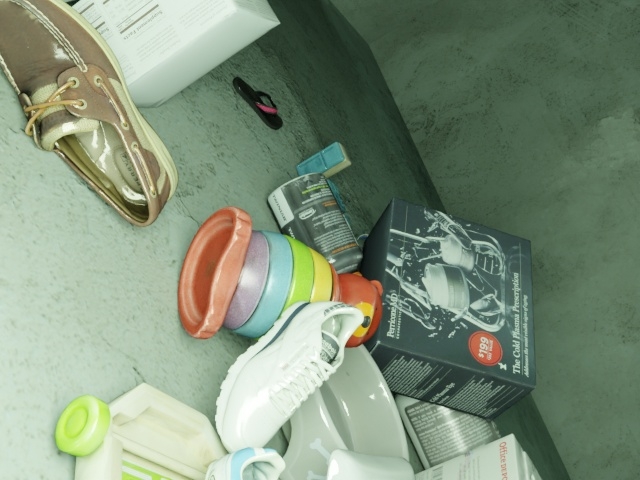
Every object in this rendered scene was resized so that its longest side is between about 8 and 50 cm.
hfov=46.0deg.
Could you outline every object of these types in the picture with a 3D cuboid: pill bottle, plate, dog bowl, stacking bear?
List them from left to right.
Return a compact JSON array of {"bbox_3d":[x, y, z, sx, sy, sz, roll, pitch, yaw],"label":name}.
[{"bbox_3d":[-0.038,0.076,1.067,0.289,0.175,0.164,19,-3,-28],"label":"stacking bear"},{"bbox_3d":[0.000,0.000,1.490,0.245,0.130,0.130,64,18,10],"label":"pill bottle"},{"bbox_3d":[0.025,0.273,1.200,0.349,0.102,0.349,52,20,-27],"label":"dog bowl"},{"bbox_3d":[0.071,0.425,0.993,0.278,0.045,0.277,34,60,-58],"label":"plate"},{"bbox_3d":[0.262,0.368,1.573,0.318,0.176,0.176,65,19,13],"label":"pill bottle"}]

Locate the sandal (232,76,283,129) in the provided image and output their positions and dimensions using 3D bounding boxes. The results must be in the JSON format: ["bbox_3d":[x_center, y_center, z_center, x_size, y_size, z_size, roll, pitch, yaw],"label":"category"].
[{"bbox_3d":[-0.134,-0.318,1.744,0.179,0.040,0.067,42,26,-46],"label":"sandal"}]

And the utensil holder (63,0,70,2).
[{"bbox_3d":[-0.382,-0.564,1.010,0.385,0.327,0.327,64,18,-2],"label":"utensil holder"}]

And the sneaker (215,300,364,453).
[{"bbox_3d":[-0.036,0.158,0.906,0.090,0.095,0.235,58,49,-30],"label":"sneaker"}]

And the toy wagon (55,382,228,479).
[{"bbox_3d":[-0.150,0.310,0.733,0.267,0.068,0.344,43,26,-43],"label":"toy wagon"}]

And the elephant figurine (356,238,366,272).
[{"bbox_3d":[0.159,0.083,1.764,0.239,0.169,0.186,16,62,-57],"label":"elephant figurine"}]

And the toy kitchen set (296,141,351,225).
[{"bbox_3d":[0.005,-0.126,1.702,0.166,0.122,0.207,26,38,-60],"label":"toy kitchen set"}]

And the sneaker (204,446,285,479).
[{"bbox_3d":[-0.076,0.294,0.708,0.085,0.086,0.237,52,22,-31],"label":"sneaker"}]

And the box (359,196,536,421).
[{"bbox_3d":[0.239,0.134,1.487,0.312,0.179,0.343,16,53,-9],"label":"box"}]

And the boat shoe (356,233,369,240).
[{"bbox_3d":[0.137,0.064,1.885,0.066,0.066,0.183,-64,133,-74],"label":"boat shoe"}]

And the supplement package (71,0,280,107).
[{"bbox_3d":[-0.229,-0.330,1.151,0.145,0.262,0.204,61,18,-2],"label":"supplement package"}]

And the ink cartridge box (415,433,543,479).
[{"bbox_3d":[0.291,0.499,1.363,0.168,0.233,0.171,58,19,-10],"label":"ink cartridge box"}]

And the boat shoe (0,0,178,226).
[{"bbox_3d":[-0.304,-0.160,0.940,0.342,0.123,0.123,60,16,-25],"label":"boat shoe"}]
